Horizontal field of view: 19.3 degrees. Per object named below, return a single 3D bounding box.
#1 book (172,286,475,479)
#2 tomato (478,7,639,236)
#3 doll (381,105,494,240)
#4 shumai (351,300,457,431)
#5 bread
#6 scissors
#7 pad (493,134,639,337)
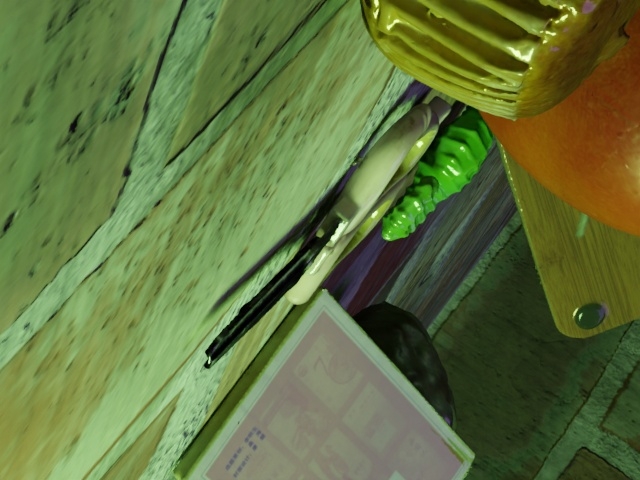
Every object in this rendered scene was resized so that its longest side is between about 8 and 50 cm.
[{"bbox_3d":[0.010,0.164,1.380,0.170,0.018,0.241,-53,132,-13],"label":"book"},{"bbox_3d":[0.203,-0.118,1.000,0.260,0.260,0.180,-52,151,-21],"label":"tomato"},{"bbox_3d":[0.108,-0.074,1.415,0.190,0.050,0.115,-52,177,-4],"label":"doll"},{"bbox_3d":[0.048,0.246,1.547,0.330,0.288,0.292,-53,173,0],"label":"shumai"},{"bbox_3d":[0.099,-0.136,0.771,0.199,0.104,0.199,-56,173,-10],"label":"bread"},{"bbox_3d":[0.000,0.000,1.118,0.160,0.024,0.317,-56,174,31],"label":"scissors"},{"bbox_3d":[0.275,-0.078,1.376,0.284,0.286,0.018,-21,-146,1],"label":"pad"}]
